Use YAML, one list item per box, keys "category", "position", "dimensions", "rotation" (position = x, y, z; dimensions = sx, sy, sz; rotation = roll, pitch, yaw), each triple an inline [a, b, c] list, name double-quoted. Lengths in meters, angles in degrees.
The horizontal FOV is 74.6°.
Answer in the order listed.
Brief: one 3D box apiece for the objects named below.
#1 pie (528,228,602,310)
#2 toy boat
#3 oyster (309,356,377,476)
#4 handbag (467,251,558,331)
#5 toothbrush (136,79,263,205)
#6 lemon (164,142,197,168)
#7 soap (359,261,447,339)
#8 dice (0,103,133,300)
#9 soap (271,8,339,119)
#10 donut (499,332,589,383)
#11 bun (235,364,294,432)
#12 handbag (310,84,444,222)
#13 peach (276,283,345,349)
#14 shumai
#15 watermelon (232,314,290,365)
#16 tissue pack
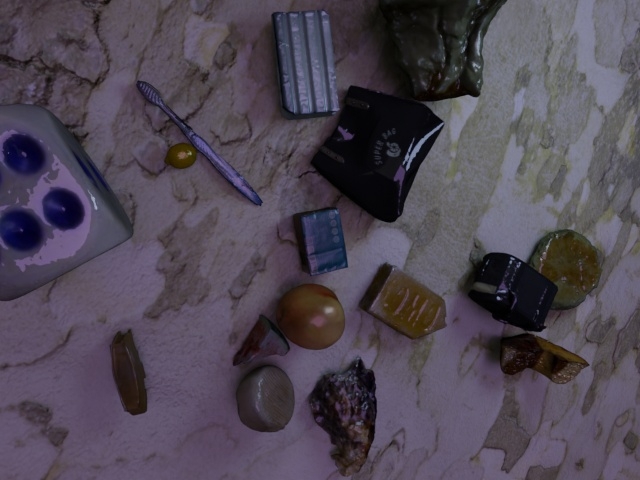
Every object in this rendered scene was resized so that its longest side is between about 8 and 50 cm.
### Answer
- category: "pie"
  position: [0.836, 0.101, 1.449]
  dimensions: [0.305, 0.071, 0.307]
  rotation: [0, 91, -18]
- category: "toy boat"
  position: [-0.462, 0.321, 1.026]
  dimensions: [0.064, 0.072, 0.206]
  rotation: [-12, 88, -2]
- category: "oyster"
  position: [0.083, 0.503, 1.215]
  dimensions: [0.275, 0.100, 0.271]
  rotation: [-45, 91, -6]
- category: "handbag"
  position: [0.592, 0.168, 1.318]
  dimensions: [0.254, 0.181, 0.182]
  rotation: [33, 77, -18]
- category: "toothbrush"
  position: [-0.293, -0.234, 1.055]
  dimensions: [0.035, 0.042, 0.413]
  rotation: [-44, 108, -1]
- category: "lemon"
  position: [-0.341, -0.206, 1.026]
  dimensions: [0.083, 0.062, 0.063]
  rotation: [-21, 101, -9]
- category: "soap"
  position: [0.261, 0.198, 1.257]
  dimensions: [0.257, 0.080, 0.161]
  rotation: [33, 84, -18]
- category: "dice"
  position: [-0.576, -0.073, 0.830]
  dimensions: [0.276, 0.304, 0.305]
  rotation: [-30, 103, -13]
- category: "soap"
  position: [-0.041, -0.450, 1.082]
  dimensions: [0.150, 0.094, 0.262]
  rotation: [-6, 95, -7]
- category: "donut"
  position: [0.699, 0.387, 1.399]
  dimensions: [0.294, 0.151, 0.113]
  rotation: [14, 104, -7]
- category: "bun"
  position: [-0.154, 0.424, 1.116]
  dimensions: [0.166, 0.113, 0.173]
  rotation: [-17, 89, -58]
- category: "handbag"
  position: [0.151, -0.256, 1.155]
  dimensions: [0.287, 0.152, 0.343]
  rotation: [26, 85, -3]
- category: "peach"
  position: [-0.026, 0.199, 1.110]
  dimensions: [0.184, 0.184, 0.185]
  rotation: [-2, 95, -19]
- category: "shumai"
  position: [0.328, -0.534, 1.099]
  dimensions: [0.397, 0.323, 0.324]
  rotation: [-43, 133, -51]
- category: "watermelon"
  position: [-0.163, 0.268, 1.114]
  dimensions: [0.158, 0.098, 0.121]
  rotation: [-12, 98, -14]
- category: "tissue pack"
  position: [0.000, 0.000, 1.149]
  dimensions: [0.119, 0.082, 0.170]
  rotation: [-13, 98, -18]
